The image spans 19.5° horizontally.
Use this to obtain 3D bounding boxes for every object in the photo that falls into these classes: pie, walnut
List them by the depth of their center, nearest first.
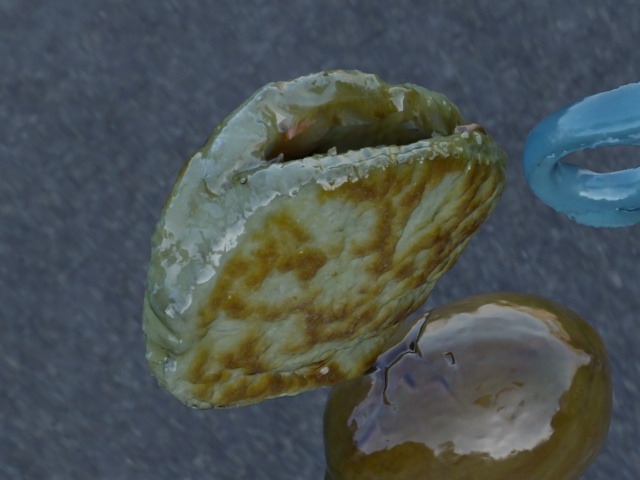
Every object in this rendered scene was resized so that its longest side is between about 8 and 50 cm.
[{"bbox_3d":[0.000,0.000,0.923,0.084,0.205,0.179,54,135,31],"label":"pie"},{"bbox_3d":[0.117,0.158,1.646,0.298,0.203,0.203,-29,54,21],"label":"walnut"}]

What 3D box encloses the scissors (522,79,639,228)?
[{"bbox_3d":[0.203,-0.071,0.722,0.180,0.393,0.032,3,70,-11],"label":"scissors"}]
